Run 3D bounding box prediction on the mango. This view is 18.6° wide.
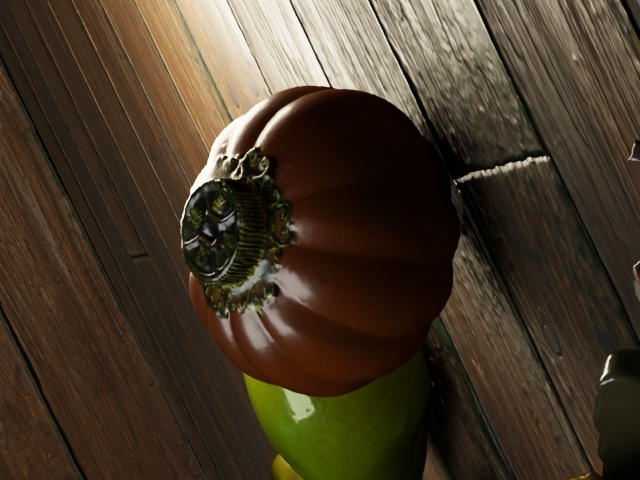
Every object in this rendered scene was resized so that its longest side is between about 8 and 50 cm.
[{"bbox_3d":[0.013,0.129,1.704,0.185,0.149,0.273,51,165,25],"label":"mango"}]

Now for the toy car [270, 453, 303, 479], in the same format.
[{"bbox_3d":[0.017,0.320,1.952,0.248,0.198,0.204,58,165,17],"label":"toy car"}]

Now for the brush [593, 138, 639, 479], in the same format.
[{"bbox_3d":[0.186,0.056,1.042,0.084,0.071,0.301,40,156,38],"label":"brush"}]

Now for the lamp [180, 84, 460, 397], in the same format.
[{"bbox_3d":[0.000,0.000,1.385,0.223,0.196,0.223,-9,79,51],"label":"lamp"}]

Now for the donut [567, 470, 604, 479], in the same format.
[{"bbox_3d":[0.190,0.264,1.116,0.307,0.150,0.371,31,160,12],"label":"donut"}]
